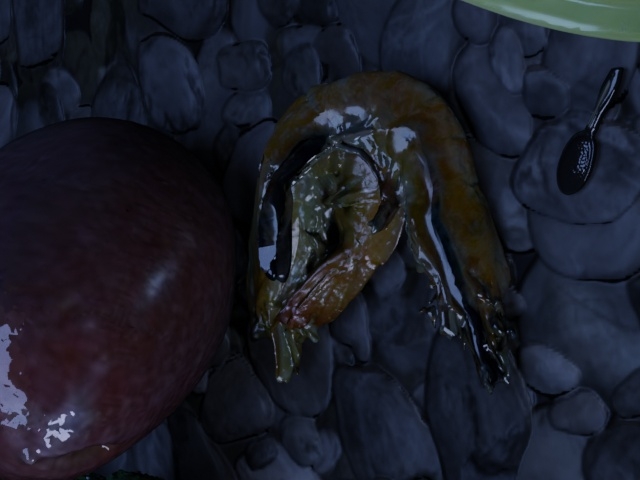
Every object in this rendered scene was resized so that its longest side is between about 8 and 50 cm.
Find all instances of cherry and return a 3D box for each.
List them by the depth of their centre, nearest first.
[{"bbox_3d":[-0.179,0.050,1.023,0.221,0.307,0.261,27,121,-8],"label":"cherry"}]

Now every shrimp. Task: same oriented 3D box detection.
[{"bbox_3d":[0.037,0.004,0.903,0.152,0.046,0.219,-24,79,9],"label":"shrimp"},{"bbox_3d":[-0.001,0.000,0.980,0.115,0.051,0.217,29,112,38],"label":"shrimp"}]

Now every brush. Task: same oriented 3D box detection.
[{"bbox_3d":[0.155,-0.063,0.840,0.024,0.008,0.083,43,123,38],"label":"brush"}]

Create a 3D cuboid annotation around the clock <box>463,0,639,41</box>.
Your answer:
[{"bbox_3d":[0.093,-0.175,0.556,0.348,0.286,0.117,19,79,18],"label":"clock"}]

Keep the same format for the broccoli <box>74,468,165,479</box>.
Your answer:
[{"bbox_3d":[-0.166,0.292,1.028,0.270,0.270,0.269,162,90,-73],"label":"broccoli"}]
